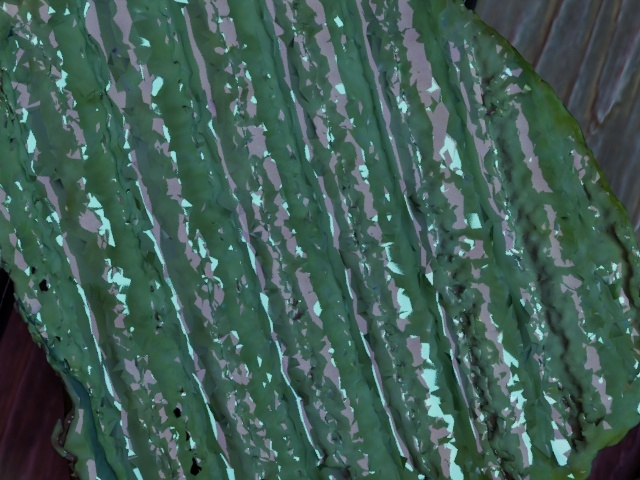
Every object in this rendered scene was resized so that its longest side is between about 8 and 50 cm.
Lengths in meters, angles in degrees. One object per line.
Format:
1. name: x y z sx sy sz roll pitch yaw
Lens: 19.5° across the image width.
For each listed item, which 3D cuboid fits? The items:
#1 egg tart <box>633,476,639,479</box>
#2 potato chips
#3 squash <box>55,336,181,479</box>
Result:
1. egg tart: 0.328 0.236 1.041 0.388 0.169 0.387 0 78 -1
2. potato chips: 0.000 0.000 1.036 0.358 0.070 0.429 -21 95 -21
3. squash: -0.112 0.090 1.050 0.066 0.066 0.252 -6 93 -9
